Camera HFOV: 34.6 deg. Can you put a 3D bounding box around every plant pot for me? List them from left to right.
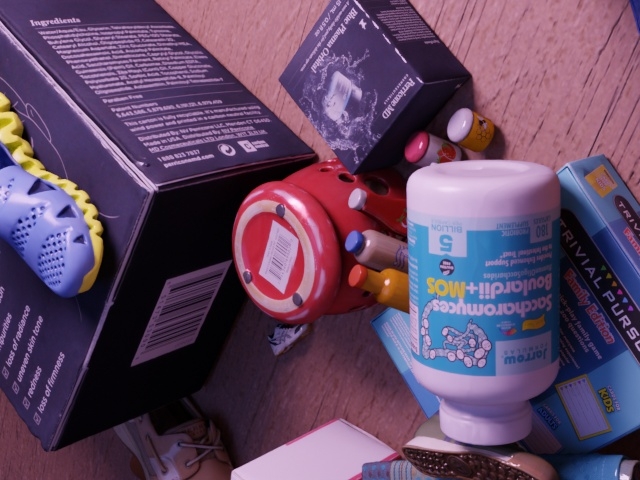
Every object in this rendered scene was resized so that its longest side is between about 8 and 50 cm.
[{"bbox_3d":[0.000,0.000,1.233,0.191,0.174,0.191,13,109,43],"label":"plant pot"}]

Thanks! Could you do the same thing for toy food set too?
[{"bbox_3d":[0.097,-0.042,1.120,0.111,0.104,0.232,14,84,63],"label":"toy food set"}]

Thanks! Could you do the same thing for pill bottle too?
[{"bbox_3d":[0.160,0.060,1.004,0.146,0.146,0.264,8,107,42],"label":"pill bottle"}]

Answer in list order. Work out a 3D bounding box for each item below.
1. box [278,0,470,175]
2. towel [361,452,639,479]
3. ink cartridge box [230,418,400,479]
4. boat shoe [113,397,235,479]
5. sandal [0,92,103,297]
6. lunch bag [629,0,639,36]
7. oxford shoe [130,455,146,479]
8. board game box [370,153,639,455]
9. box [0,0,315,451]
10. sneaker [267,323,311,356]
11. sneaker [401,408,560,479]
[{"bbox_3d":[0.058,-0.187,1.181,0.158,0.093,0.156,53,131,17],"label":"box"},{"bbox_3d":[0.185,0.366,1.091,0.370,0.040,0.271,-14,71,46],"label":"towel"},{"bbox_3d":[-0.019,0.403,1.335,0.117,0.207,0.283,24,117,35],"label":"ink cartridge box"},{"bbox_3d":[-0.206,0.319,1.549,0.341,0.122,0.110,43,128,28],"label":"boat shoe"},{"bbox_3d":[-0.373,-0.048,1.192,0.317,0.138,0.126,43,124,24],"label":"sandal"},{"bbox_3d":[0.324,-0.217,0.942,0.067,0.065,0.098,-15,90,29],"label":"lunch bag"},{"bbox_3d":[-0.245,0.386,1.637,0.212,0.076,0.076,15,113,42],"label":"oxford shoe"},{"bbox_3d":[0.236,0.108,1.103,0.336,0.079,0.254,-43,72,41],"label":"board game box"},{"bbox_3d":[-0.332,-0.061,1.439,0.472,0.297,0.480,45,127,23],"label":"box"},{"bbox_3d":[-0.046,0.127,1.407,0.083,0.032,0.037,-41,73,41],"label":"sneaker"},{"bbox_3d":[0.176,0.209,1.068,0.192,0.086,0.064,1,130,49],"label":"sneaker"}]
